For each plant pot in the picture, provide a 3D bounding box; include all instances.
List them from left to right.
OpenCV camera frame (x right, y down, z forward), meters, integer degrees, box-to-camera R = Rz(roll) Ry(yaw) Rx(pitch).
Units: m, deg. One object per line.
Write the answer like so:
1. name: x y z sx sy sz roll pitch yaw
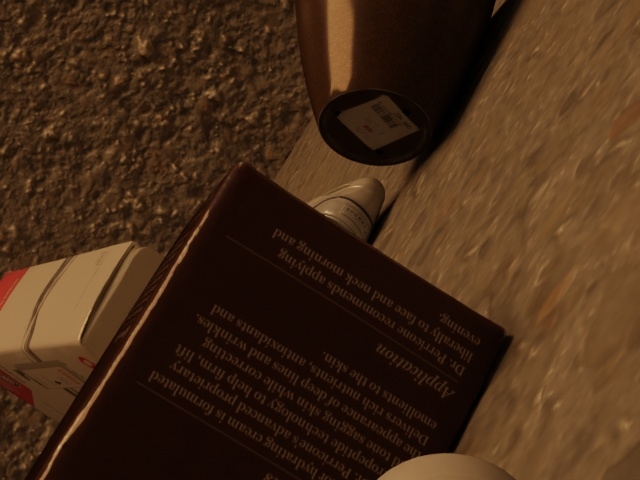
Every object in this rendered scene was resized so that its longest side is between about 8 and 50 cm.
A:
1. plant pot: 0.065 -0.194 1.184 0.215 0.215 0.230 -49 24 49

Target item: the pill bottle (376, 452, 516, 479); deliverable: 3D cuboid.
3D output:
1. pill bottle: 0.039 0.123 0.339 0.086 0.086 0.152 -55 8 17

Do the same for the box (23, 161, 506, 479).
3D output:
1. box: -0.040 0.098 0.648 0.203 0.168 0.167 -59 8 -17

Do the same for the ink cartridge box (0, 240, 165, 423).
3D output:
1. ink cartridge box: -0.206 0.116 1.221 0.283 0.207 0.117 -11 46 52

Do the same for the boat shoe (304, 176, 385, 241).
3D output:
1. boat shoe: 0.000 0.000 1.244 0.076 0.083 0.226 -48 13 -32
